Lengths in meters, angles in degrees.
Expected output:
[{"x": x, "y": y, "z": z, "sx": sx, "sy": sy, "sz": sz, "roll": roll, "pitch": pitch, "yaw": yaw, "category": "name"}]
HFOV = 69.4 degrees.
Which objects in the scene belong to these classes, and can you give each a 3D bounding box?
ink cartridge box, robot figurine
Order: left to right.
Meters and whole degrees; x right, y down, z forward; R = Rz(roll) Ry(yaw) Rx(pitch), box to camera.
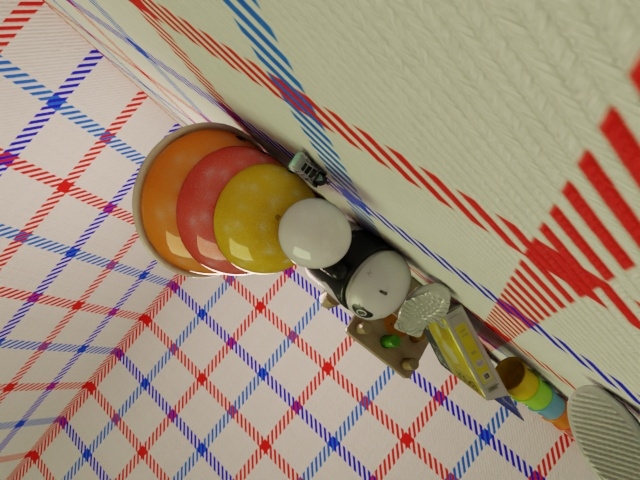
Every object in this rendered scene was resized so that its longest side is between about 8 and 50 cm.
[{"x": 0.074, "y": 0.062, "z": 1.051, "sx": 0.278, "sy": 0.209, "sz": 0.173, "roll": 37, "pitch": 142, "yaw": 39, "category": "robot figurine"}, {"x": 0.351, "y": 0.287, "z": 1.184, "sx": 0.307, "sy": 0.072, "sz": 0.303, "roll": 64, "pitch": 175, "yaw": -2, "category": "ink cartridge box"}]

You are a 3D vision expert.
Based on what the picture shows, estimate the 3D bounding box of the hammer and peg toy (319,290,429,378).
[{"x": 0.197, "y": 0.215, "z": 1.432, "sx": 0.361, "sy": 0.265, "sz": 0.127, "roll": 40, "pitch": 155, "yaw": -7, "category": "hammer and peg toy"}]

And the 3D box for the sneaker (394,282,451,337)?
[{"x": 0.232, "y": 0.139, "z": 1.054, "sx": 0.090, "sy": 0.094, "sz": 0.235, "roll": 27, "pitch": 151, "yaw": 2, "category": "sneaker"}]

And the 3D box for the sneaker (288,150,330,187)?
[{"x": -0.013, "y": -0.116, "z": 0.788, "sx": 0.069, "sy": 0.038, "sz": 0.098, "roll": 37, "pitch": -173, "yaw": 10, "category": "sneaker"}]

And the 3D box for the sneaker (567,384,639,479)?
[{"x": 0.524, "y": 0.353, "z": 0.744, "sx": 0.161, "sy": 0.102, "sz": 0.282, "roll": -8, "pitch": -120, "yaw": -43, "category": "sneaker"}]

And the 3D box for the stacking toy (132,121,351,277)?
[{"x": -0.114, "y": -0.042, "z": 0.896, "sx": 0.480, "sy": 0.350, "sz": 0.351, "roll": 19, "pitch": 164, "yaw": 46, "category": "stacking toy"}]

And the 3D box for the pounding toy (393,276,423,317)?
[{"x": 0.191, "y": 0.145, "z": 1.270, "sx": 0.100, "sy": 0.141, "sz": 0.130, "roll": 39, "pitch": 177, "yaw": -4, "category": "pounding toy"}]

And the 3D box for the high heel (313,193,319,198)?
[{"x": -0.122, "y": -0.161, "z": 1.215, "sx": 0.377, "sy": 0.127, "sz": 0.181, "roll": 42, "pitch": 150, "yaw": 15, "category": "high heel"}]

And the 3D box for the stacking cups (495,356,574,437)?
[{"x": 0.579, "y": 0.418, "z": 1.183, "sx": 0.316, "sy": 0.096, "sz": 0.096, "roll": 38, "pitch": 178, "yaw": -18, "category": "stacking cups"}]
